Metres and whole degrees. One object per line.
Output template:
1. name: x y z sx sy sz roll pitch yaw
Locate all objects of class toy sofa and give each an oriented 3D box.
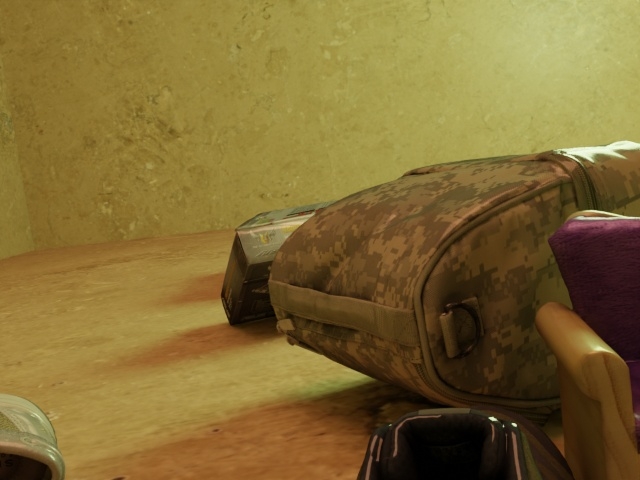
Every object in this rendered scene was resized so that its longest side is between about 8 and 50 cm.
1. toy sofa: 0.317 0.060 0.448 0.363 0.177 0.150 -6 6 8

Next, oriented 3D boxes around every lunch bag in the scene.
1. lunch bag: 0.117 0.036 0.704 0.256 0.212 0.305 -10 6 -24

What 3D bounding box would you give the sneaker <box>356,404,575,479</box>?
1. sneaker: 0.074 0.127 0.365 0.111 0.121 0.300 -5 7 14

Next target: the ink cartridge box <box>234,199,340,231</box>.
1. ink cartridge box: 0.000 0.000 1.513 0.272 0.130 0.309 -8 6 6

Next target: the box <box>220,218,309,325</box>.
1. box: -0.016 0.037 1.129 0.231 0.056 0.183 -10 -29 -19

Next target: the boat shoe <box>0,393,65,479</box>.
1. boat shoe: -0.333 0.168 0.513 0.321 0.118 0.103 -3 0 -25
